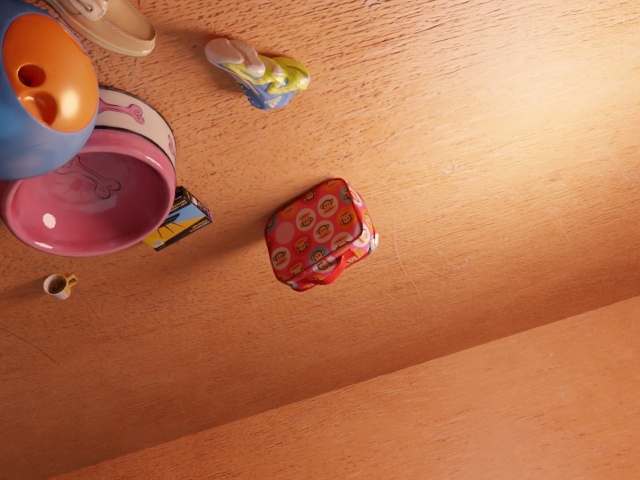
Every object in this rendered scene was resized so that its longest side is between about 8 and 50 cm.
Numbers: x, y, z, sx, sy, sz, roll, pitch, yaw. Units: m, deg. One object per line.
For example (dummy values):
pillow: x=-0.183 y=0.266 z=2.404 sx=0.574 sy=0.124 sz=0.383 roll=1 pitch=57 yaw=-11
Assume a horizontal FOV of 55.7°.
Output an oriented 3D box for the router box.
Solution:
router box: x=-0.387 y=-0.054 z=1.552 sx=0.178 sy=0.046 sz=0.133 roll=-27 pitch=145 yaw=12

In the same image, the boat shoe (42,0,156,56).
boat shoe: x=-0.382 y=-0.412 z=0.978 sx=0.098 sy=0.109 sz=0.302 roll=-27 pitch=139 yaw=31

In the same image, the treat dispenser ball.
treat dispenser ball: x=-0.510 y=-0.242 z=0.978 sx=0.287 sy=0.288 sz=0.288 roll=-12 pitch=145 yaw=-9

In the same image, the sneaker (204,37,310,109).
sneaker: x=-0.141 y=-0.327 z=1.250 sx=0.240 sy=0.091 sz=0.126 roll=8 pitch=138 yaw=-34

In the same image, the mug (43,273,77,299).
mug: x=-0.706 y=0.131 z=1.653 sx=0.078 sy=0.062 sz=0.064 roll=-6 pitch=152 yaw=-6

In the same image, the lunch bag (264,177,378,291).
lunch bag: x=0.000 y=0.000 z=1.613 sx=0.293 sy=0.258 sz=0.120 roll=-30 pitch=143 yaw=18

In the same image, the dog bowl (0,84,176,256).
dog bowl: x=-0.494 y=-0.122 z=1.284 sx=0.407 sy=0.150 sz=0.408 roll=-18 pitch=146 yaw=-12
